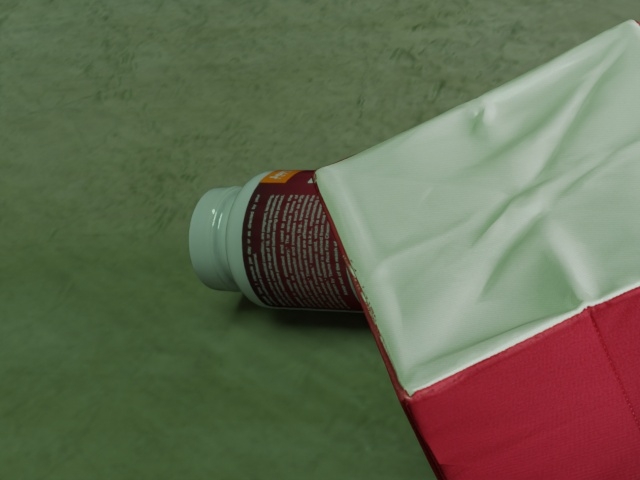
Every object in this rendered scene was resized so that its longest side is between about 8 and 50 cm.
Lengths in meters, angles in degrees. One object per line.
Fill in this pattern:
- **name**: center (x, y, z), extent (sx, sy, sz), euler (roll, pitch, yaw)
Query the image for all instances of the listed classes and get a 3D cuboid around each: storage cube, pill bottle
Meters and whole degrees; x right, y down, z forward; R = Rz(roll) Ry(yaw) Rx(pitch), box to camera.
- **storage cube**: center (0.130, 0.046, 0.904), extent (0.183, 0.193, 0.215), euler (-25, 36, 4)
- **pill bottle**: center (0.000, 0.000, 1.124), extent (0.152, 0.086, 0.086), euler (1, 46, 32)
